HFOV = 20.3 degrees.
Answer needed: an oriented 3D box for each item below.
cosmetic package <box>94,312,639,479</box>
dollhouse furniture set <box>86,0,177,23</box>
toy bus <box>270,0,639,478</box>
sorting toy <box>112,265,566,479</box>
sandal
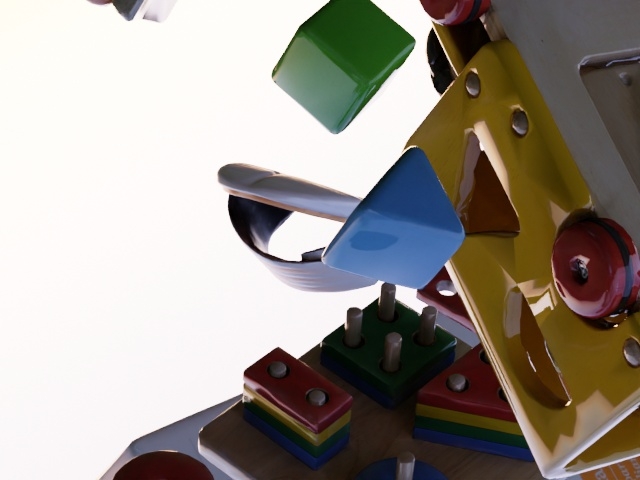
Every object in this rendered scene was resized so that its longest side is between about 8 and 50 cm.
[{"bbox_3d":[0.071,0.191,1.338,0.453,0.230,0.161,-22,165,-33],"label":"cosmetic package"},{"bbox_3d":[-0.112,-0.233,0.613,0.259,0.262,0.135,-59,180,6],"label":"dollhouse furniture set"},{"bbox_3d":[0.077,-0.027,0.562,0.104,0.191,0.202,-52,-170,52],"label":"toy bus"},{"bbox_3d":[0.043,0.075,0.809,0.132,0.046,0.274,33,-131,30],"label":"sorting toy"},{"bbox_3d":[0.010,0.003,1.275,0.102,0.076,0.265,18,-179,26],"label":"sandal"}]
